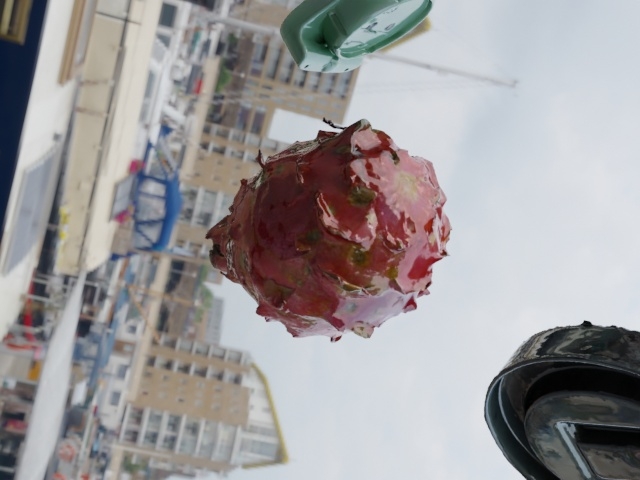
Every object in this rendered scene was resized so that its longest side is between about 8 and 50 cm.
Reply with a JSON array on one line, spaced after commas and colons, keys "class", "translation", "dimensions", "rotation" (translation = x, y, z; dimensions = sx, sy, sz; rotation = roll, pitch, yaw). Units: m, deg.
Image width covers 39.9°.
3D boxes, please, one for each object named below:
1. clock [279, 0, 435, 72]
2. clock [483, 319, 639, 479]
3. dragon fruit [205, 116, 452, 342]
[{"class": "clock", "translation": [0.057, -0.251, 0.950], "dimensions": [0.189, 0.060, 0.148], "rotation": [-32, 172, 30]}, {"class": "clock", "translation": [0.331, 0.215, 0.953], "dimensions": [0.061, 0.313, 0.312], "rotation": [-52, 174, -35]}, {"class": "dragon fruit", "translation": [0.000, 0.000, 0.870], "dimensions": [0.268, 0.210, 0.205], "rotation": [-10, -123, 36]}]
